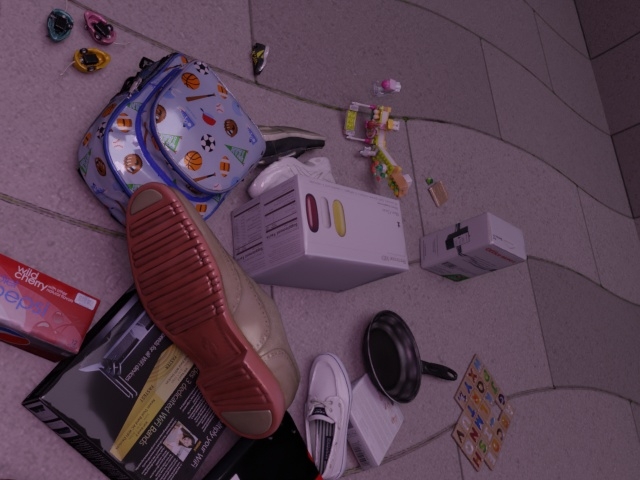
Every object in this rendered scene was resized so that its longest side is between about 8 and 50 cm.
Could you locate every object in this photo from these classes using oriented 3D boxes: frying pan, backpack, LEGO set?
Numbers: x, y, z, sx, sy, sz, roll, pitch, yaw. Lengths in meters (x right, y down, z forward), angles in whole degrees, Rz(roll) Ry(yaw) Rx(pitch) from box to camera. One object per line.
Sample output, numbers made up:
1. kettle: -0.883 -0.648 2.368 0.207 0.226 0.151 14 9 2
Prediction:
1. frying pan: 0.188 0.244 1.290 0.326 0.053 0.197 -1 73 -54
2. backpack: -0.238 -0.141 0.950 0.276 0.213 0.263 47 58 -22
3. LEGO set: 0.126 -0.233 1.381 0.107 0.132 0.287 4 77 -33

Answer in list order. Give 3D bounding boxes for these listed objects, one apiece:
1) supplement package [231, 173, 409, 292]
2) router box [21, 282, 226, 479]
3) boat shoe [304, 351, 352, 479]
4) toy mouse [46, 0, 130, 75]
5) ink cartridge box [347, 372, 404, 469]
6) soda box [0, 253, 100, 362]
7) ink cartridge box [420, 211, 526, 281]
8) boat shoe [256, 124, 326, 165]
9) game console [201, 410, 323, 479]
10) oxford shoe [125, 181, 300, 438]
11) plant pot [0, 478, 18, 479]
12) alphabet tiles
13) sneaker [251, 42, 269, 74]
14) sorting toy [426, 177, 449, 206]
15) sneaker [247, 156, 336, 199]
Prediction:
1. supplement package: 0.000 0.000 1.103 0.261 0.204 0.145 9 68 -41
2. router box: -0.236 0.199 0.889 0.243 0.081 0.309 50 47 -16
3. boat shoe: 0.013 0.315 1.061 0.076 0.083 0.227 31 50 -63
4. toy mouse: -0.405 -0.350 0.989 0.161 0.031 0.143 -32 97 -45
5. ink cartridge box: 0.098 0.346 1.185 0.146 0.045 0.179 63 26 -3
6. soda box: -0.431 0.065 0.753 0.263 0.092 0.084 34 54 -29
7. ink cartridge box: 0.371 0.021 1.437 0.153 0.208 0.087 22 59 -36
8. boat shoe: -0.074 -0.196 1.221 0.233 0.084 0.079 -16 123 -52
9. game console: -0.110 0.492 0.867 0.386 0.060 0.342 -40 111 -45
10. oxford shoe: -0.154 0.091 0.876 0.397 0.140 0.146 66 28 -9
11. plant pot: -0.350 0.372 0.642 0.191 0.191 0.174 43 43 -22
12. alphabet tiles: 0.392 0.429 1.434 0.198 0.009 0.237 55 45 -12
13. sneaker: -0.135 -0.391 1.264 0.035 0.031 0.083 21 55 -20
14. sorting toy: 0.315 -0.138 1.588 0.062 0.012 0.083 -33 100 -40
15. sneaker: -0.040 -0.102 1.175 0.232 0.090 0.115 -17 73 -44
